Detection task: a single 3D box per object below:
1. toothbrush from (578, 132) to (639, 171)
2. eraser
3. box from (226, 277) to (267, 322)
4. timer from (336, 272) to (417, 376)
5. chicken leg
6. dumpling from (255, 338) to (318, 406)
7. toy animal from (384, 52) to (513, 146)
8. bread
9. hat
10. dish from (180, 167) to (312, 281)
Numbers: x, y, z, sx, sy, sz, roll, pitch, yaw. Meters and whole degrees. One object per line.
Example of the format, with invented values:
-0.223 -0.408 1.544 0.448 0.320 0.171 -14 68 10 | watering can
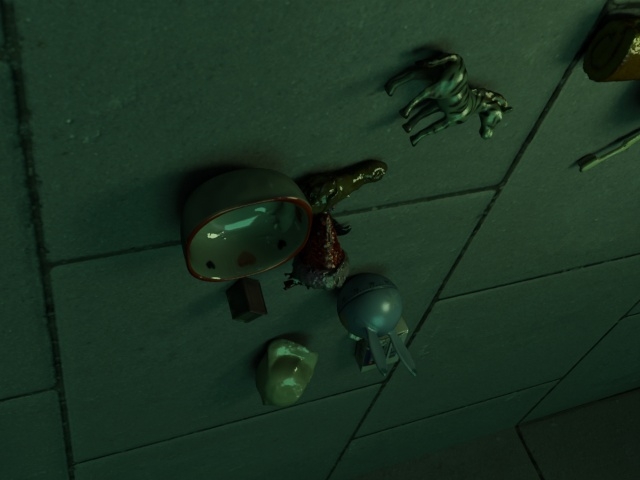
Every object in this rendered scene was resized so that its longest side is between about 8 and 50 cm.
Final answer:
0.721 -0.236 1.825 0.294 0.028 0.026 -28 151 7 | toothbrush
0.169 0.291 2.242 0.124 0.068 0.210 -16 150 -14 | eraser
-0.163 0.133 1.744 0.063 0.085 0.060 -33 150 27 | box
0.123 0.205 1.908 0.175 0.256 0.175 -5 167 -1 | timer
0.042 -0.104 1.527 0.197 0.069 0.085 -23 152 -15 | chicken leg
-0.090 0.354 2.104 0.162 0.132 0.250 -2 129 -18 | dumpling
0.218 -0.238 1.423 0.170 0.090 0.255 -41 148 19 | toy animal
0.587 -0.351 1.473 0.172 0.103 0.132 -7 146 -24 | bread
-0.003 -0.002 1.646 0.140 0.129 0.227 4 128 0 | hat
-0.144 -0.041 1.441 0.256 0.117 0.256 -18 150 -11 | dish
